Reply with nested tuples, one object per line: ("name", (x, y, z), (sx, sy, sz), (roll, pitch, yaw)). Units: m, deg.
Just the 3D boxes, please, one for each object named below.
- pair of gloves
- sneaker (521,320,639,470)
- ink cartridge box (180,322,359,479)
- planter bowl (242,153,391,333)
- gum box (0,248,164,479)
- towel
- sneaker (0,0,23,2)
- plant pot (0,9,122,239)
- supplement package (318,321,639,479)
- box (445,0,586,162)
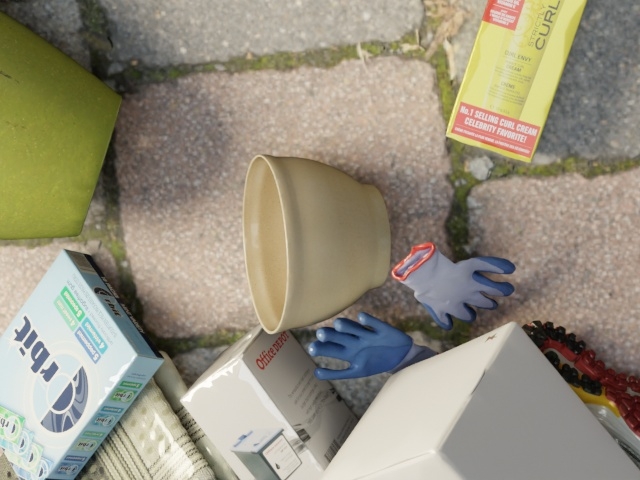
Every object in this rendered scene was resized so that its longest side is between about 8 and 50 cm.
("pair of gloves", (0.082, 0.071, 1.313), (0.198, 0.159, 0.023), (-40, 52, 21))
("sneaker", (0.259, 0.167, 1.334), (0.225, 0.088, 0.093), (36, 126, 1))
("ink cartridge box", (-0.028, 0.180, 1.348), (0.082, 0.139, 0.191), (-37, 93, 18))
("planter bowl", (0.000, 0.000, 1.306), (0.109, 0.162, 0.162), (-4, 103, -15))
("gum box", (-0.250, 0.128, 1.385), (0.184, 0.041, 0.157), (-52, 54, 17))
("towel", (-0.204, 0.288, 1.381), (0.312, 0.056, 0.324), (-49, 58, 18))
("sneaker", (-0.230, -0.327, 1.311), (0.281, 0.105, 0.115), (-37, 64, 17))
("plant pot", (-0.339, -0.110, 1.295), (0.293, 0.275, 0.275), (18, 105, -9))
("supplement package", (0.169, 0.253, 1.266), (0.293, 0.177, 0.175), (50, 136, -10))
("box", (0.184, -0.192, 1.269), (0.087, 0.058, 0.232), (19, 105, 5))
